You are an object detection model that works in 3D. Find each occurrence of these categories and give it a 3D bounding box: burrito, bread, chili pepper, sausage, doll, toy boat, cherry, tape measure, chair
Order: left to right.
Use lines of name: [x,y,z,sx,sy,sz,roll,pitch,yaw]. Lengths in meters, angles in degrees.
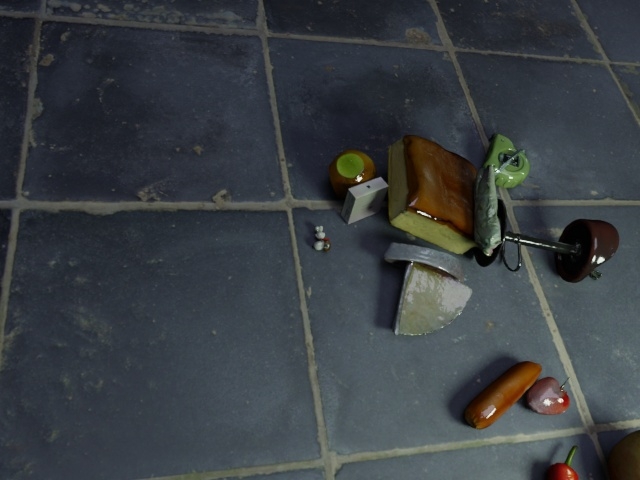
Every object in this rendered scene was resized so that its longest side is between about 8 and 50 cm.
doll: [0.006,-0.002,1.827,0.058,0.040,0.085,8,57,2]
toy boat: [0.329,0.148,1.790,0.276,0.111,0.293,2,71,-14]
bread: [0.375,-0.152,1.912,0.324,0.143,0.333,20,54,-26]
burrito: [0.520,-0.099,1.836,0.066,0.096,0.309,12,61,-12]
sausage: [0.521,0.430,1.662,0.300,0.089,0.083,-31,64,-29]
tape measure: [0.675,-0.279,2.134,0.175,0.106,0.200,25,58,5]
chair: [0.728,0.011,1.895,0.401,0.226,0.226,10,57,-8]
cherry: [0.654,0.449,1.687,0.126,0.087,0.106,-6,66,3]
chili pepper: [0.656,0.727,1.526,0.137,0.092,0.368,14,61,-29]

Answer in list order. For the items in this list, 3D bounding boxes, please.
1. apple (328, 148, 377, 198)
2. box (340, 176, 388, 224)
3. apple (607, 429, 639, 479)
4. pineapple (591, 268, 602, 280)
apple: [0.100,-0.219,1.921,0.163,0.146,0.147,-34,70,-4]
box: [0.140,-0.129,1.881,0.129,0.130,0.051,-22,61,-26]
apple: [0.903,0.634,1.553,0.257,0.256,0.234,-16,31,-23]
pineapple: [0.907,0.093,2.000,0.124,0.058,0.058,46,59,8]
